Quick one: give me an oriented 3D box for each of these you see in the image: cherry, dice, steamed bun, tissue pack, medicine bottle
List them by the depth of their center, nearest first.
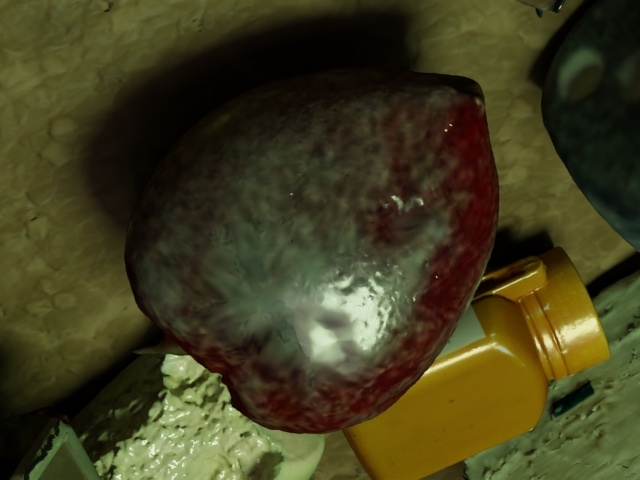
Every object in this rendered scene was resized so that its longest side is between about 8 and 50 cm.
[{"bbox_3d":[0.000,0.000,1.015,0.300,0.203,0.230,-43,94,12],"label":"cherry"},{"bbox_3d":[0.281,-0.088,1.063,0.181,0.183,0.182,23,122,-40],"label":"dice"},{"bbox_3d":[-0.112,0.189,1.196,0.200,0.170,0.225,19,123,-30],"label":"steamed bun"},{"bbox_3d":[0.115,0.095,1.231,0.222,0.112,0.149,-24,137,2],"label":"medicine bottle"},{"bbox_3d":[0.341,0.242,1.372,0.264,0.253,0.416,-37,137,16],"label":"tissue pack"}]

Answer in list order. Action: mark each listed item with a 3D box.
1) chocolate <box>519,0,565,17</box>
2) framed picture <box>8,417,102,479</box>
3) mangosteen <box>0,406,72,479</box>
[{"bbox_3d":[0.141,-0.288,0.863,0.112,0.112,0.321,10,130,-19],"label":"chocolate"},{"bbox_3d":[-0.204,0.295,1.007,0.016,0.289,0.213,1,131,29],"label":"framed picture"},{"bbox_3d":[-0.360,0.283,1.065,0.382,0.382,0.435,22,106,-37],"label":"mangosteen"}]
